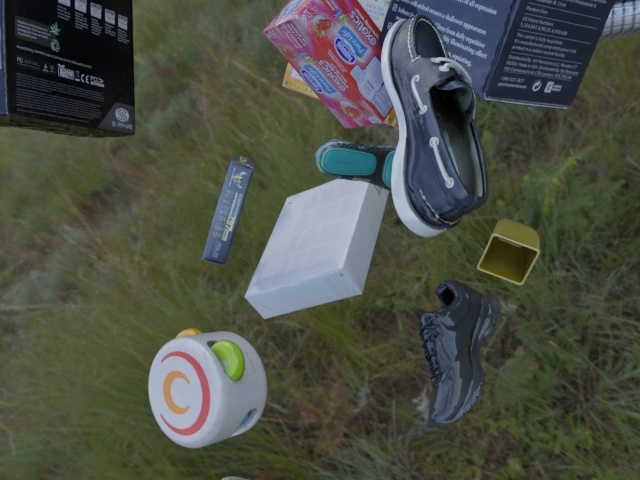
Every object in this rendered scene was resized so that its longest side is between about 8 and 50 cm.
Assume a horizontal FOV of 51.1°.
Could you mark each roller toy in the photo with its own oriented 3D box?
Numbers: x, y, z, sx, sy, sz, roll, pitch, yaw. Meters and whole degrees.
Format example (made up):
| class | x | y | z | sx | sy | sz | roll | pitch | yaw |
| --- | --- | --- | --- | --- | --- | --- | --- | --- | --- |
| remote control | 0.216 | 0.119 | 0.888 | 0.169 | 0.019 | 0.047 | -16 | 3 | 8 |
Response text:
| class | x | y | z | sx | sy | sz | roll | pitch | yaw |
| --- | --- | --- | --- | --- | --- | --- | --- | --- | --- |
| roller toy | -0.199 | 0.261 | 1.200 | 0.209 | 0.146 | 0.191 | 3 | 91 | 36 |

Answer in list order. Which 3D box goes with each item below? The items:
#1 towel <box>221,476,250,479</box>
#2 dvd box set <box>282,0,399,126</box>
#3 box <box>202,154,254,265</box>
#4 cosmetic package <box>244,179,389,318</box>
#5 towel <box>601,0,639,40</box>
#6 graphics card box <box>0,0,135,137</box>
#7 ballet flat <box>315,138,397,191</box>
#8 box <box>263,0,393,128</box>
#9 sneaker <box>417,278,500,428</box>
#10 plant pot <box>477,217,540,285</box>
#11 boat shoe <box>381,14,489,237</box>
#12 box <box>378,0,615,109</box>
| class | x | y | z | sx | sy | sz | roll | pitch | yaw |
| --- | --- | --- | --- | --- | --- | --- | --- | --- | --- |
| towel | -0.122 | 0.458 | 1.161 | 0.110 | 0.148 | 0.027 | -54 | -30 | -65 |
| dvd box set | 0.106 | -0.492 | 1.451 | 0.307 | 0.062 | 0.421 | 24 | 108 | 25 |
| box | -0.211 | -0.076 | 1.551 | 0.183 | 0.059 | 0.233 | -113 | 41 | -77 |
| cosmetic package | 0.000 | 0.000 | 1.649 | 0.284 | 0.097 | 0.377 | -16 | 36 | 31 |
| towel | 0.557 | -0.450 | 1.277 | 0.234 | 0.121 | 0.283 | -5 | 10 | 21 |
| graphics card box | -0.336 | -0.322 | 0.832 | 0.094 | 0.233 | 0.371 | -1 | 93 | 21 |
| ballet flat | 0.081 | -0.111 | 0.969 | 0.070 | 0.188 | 0.070 | -167 | 90 | -74 |
| box | 0.037 | -0.343 | 1.241 | 0.122 | 0.257 | 0.128 | 3 | 53 | 56 |
| sneaker | 0.224 | 0.194 | 1.189 | 0.109 | 0.130 | 0.286 | -47 | 16 | 50 |
| plant pot | 0.321 | 0.010 | 1.130 | 0.083 | 0.081 | 0.082 | -58 | -13 | -49 |
| boat shoe | 0.141 | -0.152 | 0.781 | 0.091 | 0.114 | 0.303 | -30 | 56 | 45 |
| box | 0.300 | -0.450 | 1.060 | 0.293 | 0.211 | 0.396 | 46 | 129 | 45 |
